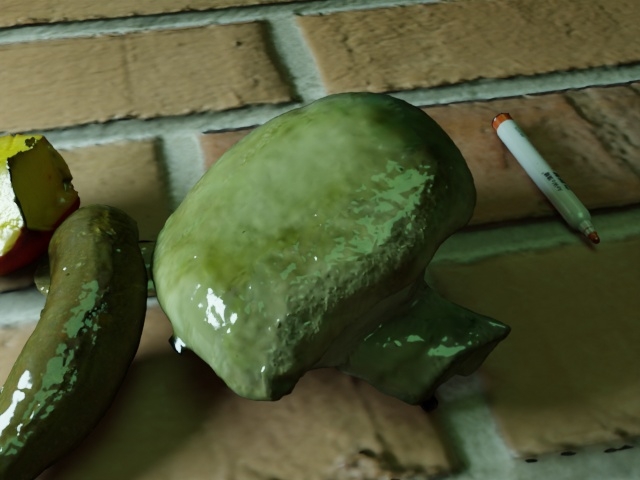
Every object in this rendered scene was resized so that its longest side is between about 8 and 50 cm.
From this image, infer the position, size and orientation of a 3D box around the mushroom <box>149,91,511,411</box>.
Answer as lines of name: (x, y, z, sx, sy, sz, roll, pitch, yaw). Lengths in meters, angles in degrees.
mushroom: (-0.009, -0.003, 0.683, 0.217, 0.212, 0.292, -7, 45, -36)

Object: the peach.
peach: (-0.298, -0.031, 0.787, 0.151, 0.118, 0.151, -2, 72, 7)

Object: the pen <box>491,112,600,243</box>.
pen: (0.232, -0.067, 0.896, 0.026, 0.026, 0.218, -10, 41, -12)

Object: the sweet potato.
sweet potato: (-0.198, 0.088, 0.674, 0.112, 0.085, 0.286, -4, 51, 24)

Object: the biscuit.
biscuit: (-0.187, 0.026, 0.792, 0.147, 0.018, 0.071, -2, 43, -4)
